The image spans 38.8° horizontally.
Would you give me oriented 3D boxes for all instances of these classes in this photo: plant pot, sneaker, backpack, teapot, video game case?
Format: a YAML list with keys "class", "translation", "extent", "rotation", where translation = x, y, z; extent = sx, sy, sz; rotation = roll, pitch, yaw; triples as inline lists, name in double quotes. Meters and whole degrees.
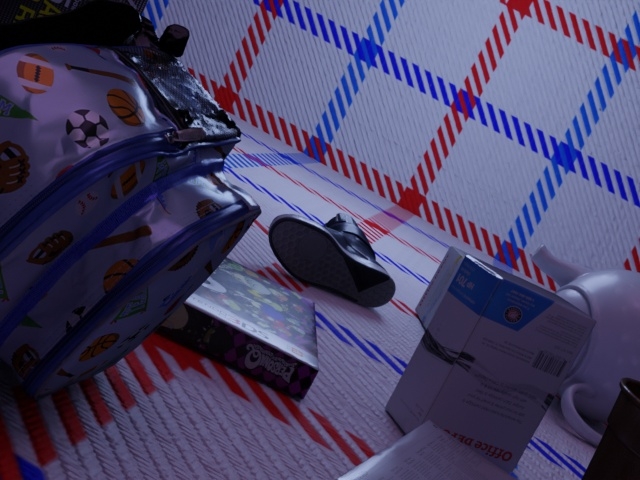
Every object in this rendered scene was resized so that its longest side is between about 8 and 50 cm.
- class: "plant pot"
  translation: [0.315, 0.243, 0.847]
  extent: [0.167, 0.165, 0.167]
  rotation: [26, 10, -5]
- class: "sneaker"
  translation: [-0.001, 0.002, 1.372]
  extent: [0.226, 0.086, 0.163]
  rotation: [33, 17, -30]
- class: "backpack"
  translation: [-0.188, -0.014, 0.627]
  extent: [0.213, 0.276, 0.263]
  rotation: [44, 17, 13]
- class: "teapot"
  translation: [0.410, 0.156, 1.371]
  extent: [0.187, 0.252, 0.256]
  rotation: [13, 4, -18]
- class: "video game case"
  translation: [-0.103, 0.067, 0.965]
  extent: [0.210, 0.042, 0.232]
  rotation: [28, 10, -7]

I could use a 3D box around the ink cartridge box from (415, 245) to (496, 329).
- class: "ink cartridge box"
  translation: [0.242, 0.107, 1.411]
  extent: [0.127, 0.128, 0.176]
  rotation: [26, 11, -11]

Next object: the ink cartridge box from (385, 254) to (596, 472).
- class: "ink cartridge box"
  translation: [0.177, 0.132, 0.957]
  extent: [0.139, 0.191, 0.082]
  rotation: [23, 10, -26]

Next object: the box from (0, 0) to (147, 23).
- class: "box"
  translation: [-0.364, -0.235, 1.119]
  extent: [0.216, 0.270, 0.060]
  rotation: [23, 10, -27]

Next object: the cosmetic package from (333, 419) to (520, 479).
- class: "cosmetic package"
  translation: [0.078, 0.207, 0.700]
  extent: [0.099, 0.060, 0.239]
  rotation: [34, 12, 20]
